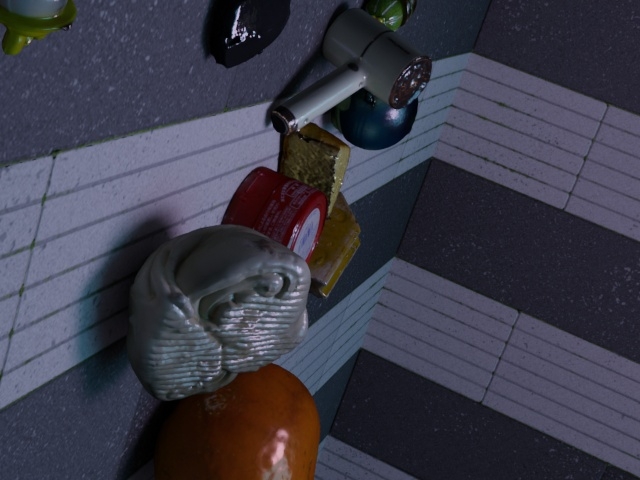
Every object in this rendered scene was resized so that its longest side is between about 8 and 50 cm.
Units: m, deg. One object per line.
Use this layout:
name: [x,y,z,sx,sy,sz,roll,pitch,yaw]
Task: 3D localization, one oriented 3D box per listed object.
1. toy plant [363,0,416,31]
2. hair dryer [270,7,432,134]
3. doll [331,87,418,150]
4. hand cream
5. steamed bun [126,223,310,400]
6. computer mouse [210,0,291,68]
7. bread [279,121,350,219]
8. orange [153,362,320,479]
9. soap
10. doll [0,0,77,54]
toy plant: [0.149,-0.502,2.266,0.162,0.093,0.092,-51,160,-47]
hair dryer: [0.029,-0.304,2.031,0.362,0.203,0.128,-36,153,-27]
doll: [0.130,-0.301,2.342,0.322,0.186,0.198,-6,119,-78]
hand cream: [-0.091,-0.022,2.055,0.230,0.149,0.230,-59,162,-33]
steamed bun: [-0.189,0.091,1.712,0.310,0.219,0.324,-21,145,-13]
computer mouse: [-0.098,-0.353,1.634,0.217,0.073,0.122,-48,158,-48]
bread: [-0.009,-0.163,2.171,0.260,0.129,0.134,98,14,-51]
orange: [-0.174,0.456,2.172,0.424,0.326,0.423,6,90,-82]
soap: [0.000,0.000,2.402,0.257,0.160,0.080,-58,162,-34]
doll: [-0.282,-0.291,1.003,0.135,0.099,0.241,-102,-159,-49]
